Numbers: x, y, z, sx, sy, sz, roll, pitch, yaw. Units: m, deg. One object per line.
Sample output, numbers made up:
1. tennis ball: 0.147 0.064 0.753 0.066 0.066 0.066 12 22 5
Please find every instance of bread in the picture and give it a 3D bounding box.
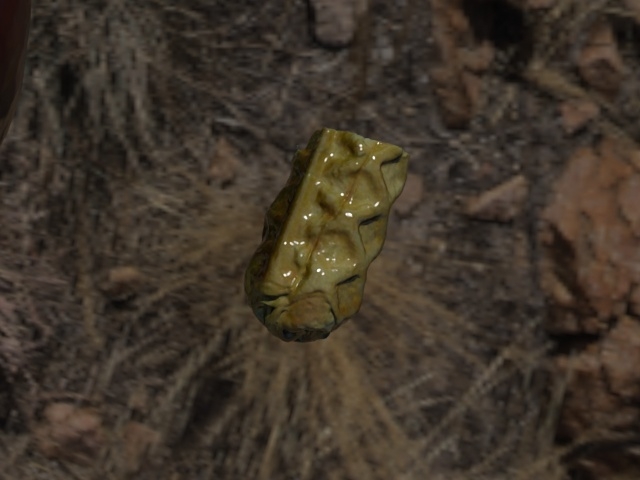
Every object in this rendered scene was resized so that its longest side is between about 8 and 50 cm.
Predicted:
1. bread: 0.000 0.000 0.825 0.060 0.066 0.110 36 72 -56

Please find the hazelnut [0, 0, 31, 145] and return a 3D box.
1. hazelnut: -0.244 -0.130 0.847 0.229 0.229 0.230 -5 98 -38
